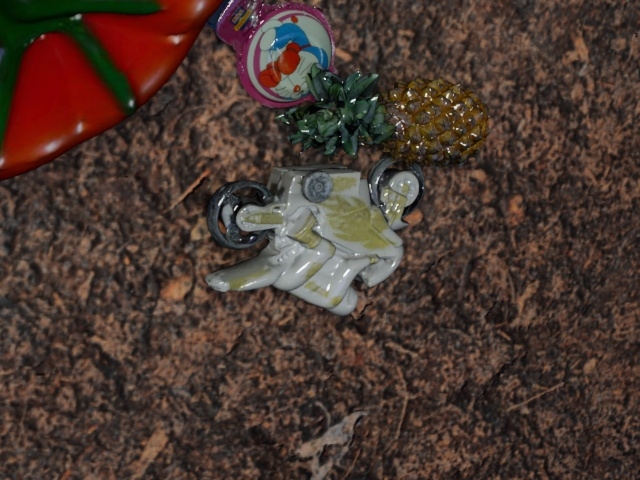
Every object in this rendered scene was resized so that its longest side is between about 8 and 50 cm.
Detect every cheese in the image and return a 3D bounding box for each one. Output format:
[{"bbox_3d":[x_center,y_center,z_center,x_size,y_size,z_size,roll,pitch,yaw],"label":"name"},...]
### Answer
[{"bbox_3d":[-0.041,-0.167,1.143,0.145,0.038,0.095,35,93,-34],"label":"cheese"}]

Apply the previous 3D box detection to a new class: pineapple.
[{"bbox_3d":[0.071,-0.105,1.175,0.221,0.103,0.083,0,90,-42],"label":"pineapple"}]

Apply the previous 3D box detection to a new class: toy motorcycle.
[{"bbox_3d":[0.000,0.000,1.217,0.229,0.074,0.151,-12,111,-32],"label":"toy motorcycle"}]

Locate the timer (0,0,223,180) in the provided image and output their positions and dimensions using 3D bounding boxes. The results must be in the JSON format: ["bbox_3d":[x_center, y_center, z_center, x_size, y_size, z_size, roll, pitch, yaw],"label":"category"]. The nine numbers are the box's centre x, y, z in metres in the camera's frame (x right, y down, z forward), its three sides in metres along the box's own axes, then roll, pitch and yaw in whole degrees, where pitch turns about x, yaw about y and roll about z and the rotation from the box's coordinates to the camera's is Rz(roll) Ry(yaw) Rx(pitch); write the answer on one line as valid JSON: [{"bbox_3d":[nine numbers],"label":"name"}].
[{"bbox_3d":[-0.236,-0.219,0.856,0.378,0.279,0.378,-28,147,-20],"label":"timer"}]
